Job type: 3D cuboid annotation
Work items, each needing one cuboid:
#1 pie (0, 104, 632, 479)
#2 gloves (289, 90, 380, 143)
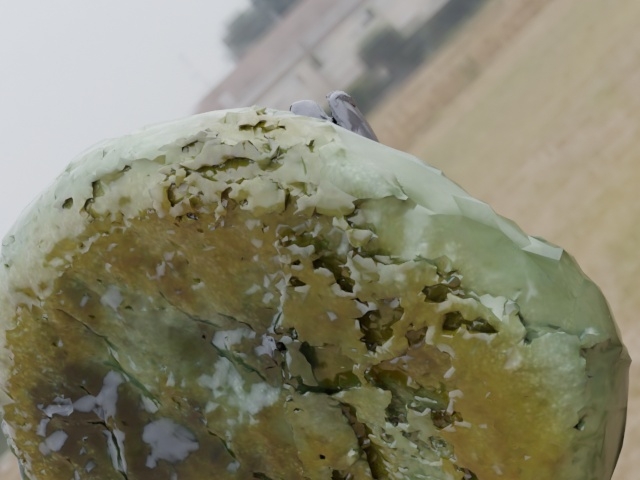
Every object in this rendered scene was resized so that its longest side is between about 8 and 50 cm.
[{"bbox_3d":[-0.025,0.070,0.982,0.371,0.296,0.078,-22,17,36],"label":"pie"},{"bbox_3d":[0.007,0.005,1.761,0.119,0.286,0.142,-7,-10,43],"label":"gloves"}]
